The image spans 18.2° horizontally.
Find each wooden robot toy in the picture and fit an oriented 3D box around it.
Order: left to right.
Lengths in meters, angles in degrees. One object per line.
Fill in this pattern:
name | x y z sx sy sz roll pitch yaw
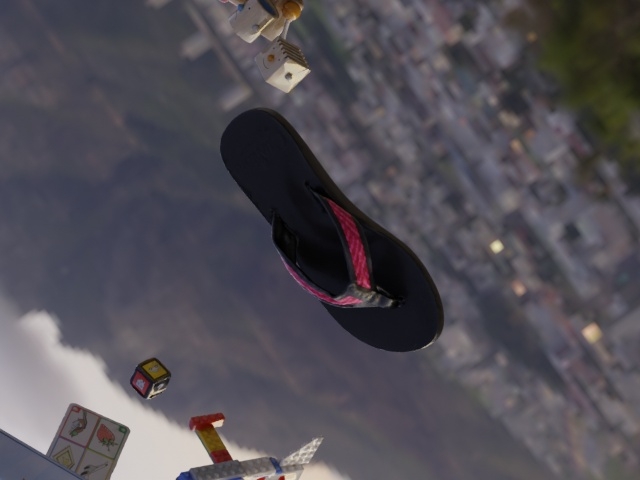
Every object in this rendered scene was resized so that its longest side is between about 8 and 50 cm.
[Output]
wooden robot toy | -0.032 -0.200 1.578 0.076 0.079 0.173 35 -153 -31

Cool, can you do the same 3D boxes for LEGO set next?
LEGO set | -0.108 0.175 1.407 0.182 0.060 0.244 24 -143 -4

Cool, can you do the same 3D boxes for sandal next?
sandal | 0.000 0.000 1.180 0.179 0.067 0.040 49 -153 3

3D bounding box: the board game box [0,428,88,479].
board game box | -0.193 0.296 1.191 0.318 0.318 0.066 26 168 27
